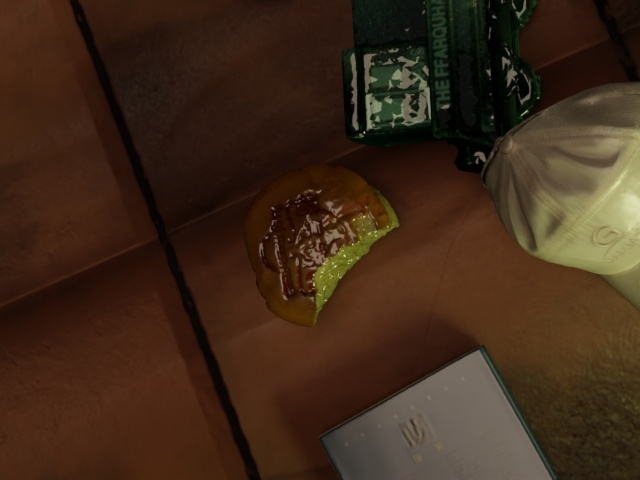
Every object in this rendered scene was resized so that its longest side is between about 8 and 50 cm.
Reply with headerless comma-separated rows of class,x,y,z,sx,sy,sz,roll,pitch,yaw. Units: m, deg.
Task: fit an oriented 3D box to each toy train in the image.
toy train,0.105,-0.224,1.170,0.178,0.138,0.330,-4,87,21

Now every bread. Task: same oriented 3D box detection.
bread,-0.009,-0.004,1.223,0.125,0.086,0.156,40,99,15

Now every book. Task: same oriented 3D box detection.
book,0.140,0.262,1.206,0.191,0.025,0.269,-31,80,13

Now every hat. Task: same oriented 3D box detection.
hat,0.257,-0.002,1.075,0.226,0.164,0.219,62,141,22
